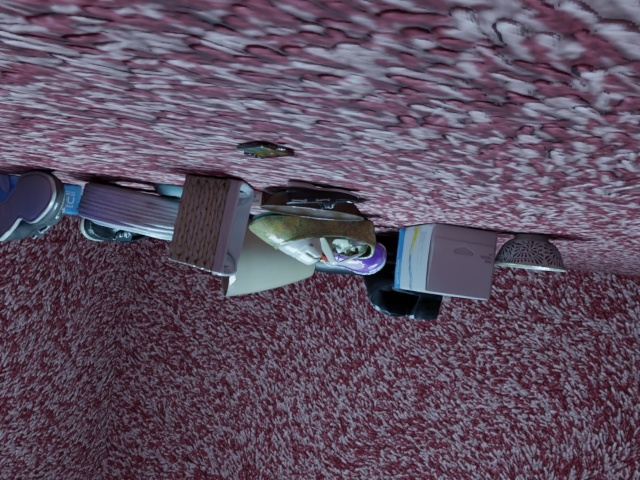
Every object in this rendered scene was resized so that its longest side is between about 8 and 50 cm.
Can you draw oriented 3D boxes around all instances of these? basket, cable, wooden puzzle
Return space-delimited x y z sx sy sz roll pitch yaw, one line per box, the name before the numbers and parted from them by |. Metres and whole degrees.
basket | -0.192 -0.028 1.026 0.103 0.167 0.113 13 178 5
cable | -0.399 -0.064 1.283 0.257 0.089 0.257 14 -179 -16
wooden puzzle | -0.065 -0.106 0.684 0.049 0.006 0.083 9 177 -44

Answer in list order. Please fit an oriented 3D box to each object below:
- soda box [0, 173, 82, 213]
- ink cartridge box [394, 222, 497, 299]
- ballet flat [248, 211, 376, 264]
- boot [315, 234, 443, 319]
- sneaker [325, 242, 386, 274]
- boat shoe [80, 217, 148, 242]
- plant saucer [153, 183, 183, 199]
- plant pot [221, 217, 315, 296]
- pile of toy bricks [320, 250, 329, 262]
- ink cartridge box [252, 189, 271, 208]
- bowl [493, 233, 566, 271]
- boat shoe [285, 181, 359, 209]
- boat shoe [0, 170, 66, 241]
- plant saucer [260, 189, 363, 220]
soda box | -0.690 -0.111 1.395 0.210 0.071 0.067 8 176 -27
ink cartridge box | 0.309 0.053 1.469 0.171 0.168 0.232 8 176 -11
ballet flat | 0.000 0.000 1.296 0.348 0.123 0.123 1 -178 -44
boot | 0.141 0.108 1.782 0.367 0.146 0.445 -5 -158 -4
sneaker | 0.072 0.037 1.639 0.236 0.095 0.104 5 169 38
boat shoe | -0.661 -0.054 1.986 0.113 0.127 0.340 4 178 22
plant saucer | -0.295 -0.099 1.230 0.119 0.021 0.119 7 177 0
plant pot | -0.161 0.050 1.819 0.274 0.256 0.256 3 179 -16
pile of toy bricks | -0.021 -0.032 1.416 0.105 0.118 0.212 -30 138 34
ink cartridge box | -0.135 -0.081 1.149 0.063 0.029 0.115 5 178 21
bowl | 0.503 0.027 1.391 0.170 0.080 0.170 6 178 0
boat shoe | 0.003 -0.070 0.956 0.125 0.038 0.046 7 177 -20
boat shoe | -0.619 -0.073 1.270 0.335 0.112 0.095 -19 170 41
plant saucer | -0.015 -0.067 1.101 0.198 0.036 0.198 6 178 0
